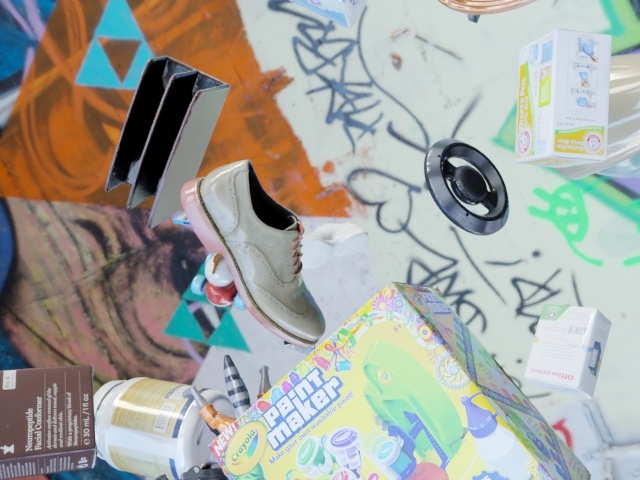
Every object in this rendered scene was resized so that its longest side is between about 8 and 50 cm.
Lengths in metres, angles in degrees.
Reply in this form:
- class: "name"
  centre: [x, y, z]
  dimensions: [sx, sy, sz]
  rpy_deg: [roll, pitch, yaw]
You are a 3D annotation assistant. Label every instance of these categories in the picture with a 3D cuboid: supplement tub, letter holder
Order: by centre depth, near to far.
- class: "letter holder"
  centre: [-0.331, -0.201, 1.296]
  dimensions: [0.152, 0.302, 0.214]
  rpy_deg: [25, -160, -1]
- class: "supplement tub"
  centre: [-0.390, 0.459, 1.551]
  dimensions: [0.228, 0.316, 0.228]
  rpy_deg: [4, -90, -67]

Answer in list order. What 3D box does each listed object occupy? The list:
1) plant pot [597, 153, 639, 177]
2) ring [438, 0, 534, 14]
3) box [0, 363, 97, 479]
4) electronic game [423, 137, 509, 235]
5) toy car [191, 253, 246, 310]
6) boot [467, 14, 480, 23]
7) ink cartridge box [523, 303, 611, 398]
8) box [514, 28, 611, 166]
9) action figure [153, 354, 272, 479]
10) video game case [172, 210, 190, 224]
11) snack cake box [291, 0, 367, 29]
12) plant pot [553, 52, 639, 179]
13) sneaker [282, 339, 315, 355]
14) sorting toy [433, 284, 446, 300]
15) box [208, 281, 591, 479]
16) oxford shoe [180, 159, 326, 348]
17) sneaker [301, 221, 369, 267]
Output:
- class: "plant pot"
  centre: [0.729, -0.306, 1.642]
  dimensions: [0.196, 0.293, 0.293]
  rpy_deg: [-5, -110, -28]
- class: "ring"
  centre: [0.310, -0.519, 1.020]
  dimensions: [0.032, 0.336, 0.336]
  rpy_deg: [28, -135, -48]
- class: "box"
  centre: [-0.652, 0.369, 1.268]
  dimensions: [0.381, 0.143, 0.191]
  rpy_deg: [-1, -125, -23]
- class: "electronic game"
  centre: [0.312, -0.115, 1.342]
  dimensions: [0.229, 0.048, 0.229]
  rpy_deg: [16, -123, -26]
- class: "toy car"
  centre: [-0.349, 0.107, 2.316]
  dimensions: [0.238, 0.219, 0.210]
  rpy_deg: [90, -158, -56]
- class: "boot"
  centre: [0.381, -0.720, 1.753]
  dimensions: [0.083, 0.161, 0.246]
  rpy_deg: [61, -142, -79]
- class: "ink cartridge box"
  centre: [0.635, 0.282, 1.635]
  dimensions: [0.093, 0.154, 0.212]
  rpy_deg: [35, -112, -34]
- class: "box"
  centre: [0.398, -0.227, 1.048]
  dimensions: [0.114, 0.103, 0.203]
  rpy_deg: [179, 94, -77]
- class: "action figure"
  centre: [-0.194, 0.423, 1.316]
  dimensions: [0.341, 0.178, 0.330]
  rpy_deg: [-4, -135, -26]
- class: "video game case"
  centre: [-0.315, -0.076, 1.763]
  dimensions: [0.119, 0.166, 0.015]
  rpy_deg: [-45, -49, -40]
- class: "snack cake box"
  centre: [-0.032, -0.465, 0.996]
  dimensions: [0.264, 0.152, 0.089]
  rpy_deg: [30, 177, 15]
- class: "plant pot"
  centre: [0.631, -0.281, 1.316]
  dimensions: [0.256, 0.274, 0.256]
  rpy_deg: [8, -104, -38]
- class: "sneaker"
  centre: [-0.059, 0.271, 1.718]
  dimensions: [0.190, 0.083, 0.071]
  rpy_deg: [73, -178, -62]
- class: "sorting toy"
  centre: [0.242, 0.145, 1.389]
  dimensions: [0.083, 0.012, 0.062]
  rpy_deg: [-48, -51, -15]
- class: "box"
  centre: [0.086, 0.245, 0.711]
  dimensions: [0.279, 0.290, 0.177]
  rpy_deg: [51, -165, 21]
- class: "oxford shoe"
  centre: [-0.071, 0.031, 1.001]
  dimensions: [0.348, 0.130, 0.123]
  rpy_deg: [55, -159, -26]
- class: "sneaker"
  centre: [0.000, 0.000, 1.449]
  dimensions: [0.212, 0.080, 0.094]
  rpy_deg: [-11, -141, -28]
